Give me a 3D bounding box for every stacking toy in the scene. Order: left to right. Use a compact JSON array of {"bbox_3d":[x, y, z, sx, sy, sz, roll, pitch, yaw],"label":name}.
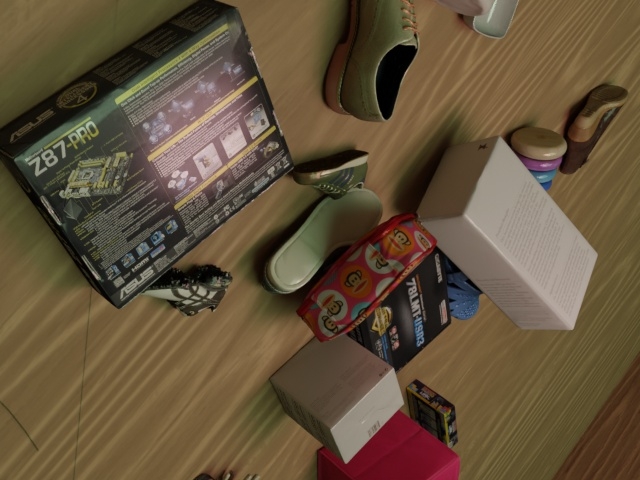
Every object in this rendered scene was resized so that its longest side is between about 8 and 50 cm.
[{"bbox_3d":[0.547,-0.126,1.942,0.141,0.141,0.330,-26,134,-35],"label":"stacking toy"}]

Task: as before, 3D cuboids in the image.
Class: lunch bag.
[{"bbox_3d":[0.105,0.071,1.499,0.293,0.120,0.258,-45,171,21],"label":"lunch bag"}]

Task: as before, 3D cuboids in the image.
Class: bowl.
[{"bbox_3d":[0.361,-0.511,1.567,0.142,0.053,0.142,-1,113,-47],"label":"bowl"}]

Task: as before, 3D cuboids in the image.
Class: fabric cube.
[{"bbox_3d":[0.171,0.634,1.896,0.258,0.259,0.254,-24,130,-35],"label":"fabric cube"}]

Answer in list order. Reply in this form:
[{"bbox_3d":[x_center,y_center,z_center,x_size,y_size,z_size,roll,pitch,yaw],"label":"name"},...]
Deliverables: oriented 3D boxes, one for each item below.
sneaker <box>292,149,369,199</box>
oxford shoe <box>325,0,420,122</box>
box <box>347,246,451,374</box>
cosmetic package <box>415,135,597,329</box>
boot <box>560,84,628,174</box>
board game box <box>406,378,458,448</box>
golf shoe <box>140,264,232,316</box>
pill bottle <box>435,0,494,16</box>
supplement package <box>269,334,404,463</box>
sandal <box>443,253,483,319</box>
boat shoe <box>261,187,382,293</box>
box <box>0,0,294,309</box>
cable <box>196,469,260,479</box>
[{"bbox_3d":[0.025,-0.117,1.440,0.192,0.064,0.086,-22,123,-41],"label":"sneaker"},{"bbox_3d":[0.135,-0.405,1.319,0.140,0.146,0.397,-5,116,-44],"label":"oxford shoe"},{"bbox_3d":[0.194,0.178,1.795,0.293,0.073,0.295,-36,135,-24],"label":"box"},{"bbox_3d":[0.442,-0.004,1.714,0.453,0.161,0.230,43,61,-27],"label":"cosmetic package"},{"bbox_3d":[0.786,-0.323,2.126,0.248,0.090,0.207,-35,146,-29],"label":"boot"},{"bbox_3d":[0.313,0.488,2.048,0.048,0.141,0.170,-34,134,-25],"label":"board game box"},{"bbox_3d":[-0.241,0.096,1.282,0.198,0.077,0.093,1,112,-46],"label":"golf shoe"},{"bbox_3d":[0.314,-0.594,1.378,0.169,0.169,0.301,28,91,-50],"label":"pill bottle"},{"bbox_3d":[0.038,0.335,1.619,0.194,0.203,0.149,-40,137,-22],"label":"supplement package"},{"bbox_3d":[0.369,0.107,1.885,0.126,0.138,0.317,-46,140,-19],"label":"sandal"},{"bbox_3d":[0.000,0.000,1.489,0.319,0.116,0.099,-41,180,-31],"label":"boat shoe"},{"bbox_3d":[-0.244,-0.130,1.129,0.395,0.097,0.318,-42,139,-21],"label":"box"},{"bbox_3d":[-0.248,0.615,1.591,0.139,0.072,0.287,25,94,-45],"label":"cable"}]
